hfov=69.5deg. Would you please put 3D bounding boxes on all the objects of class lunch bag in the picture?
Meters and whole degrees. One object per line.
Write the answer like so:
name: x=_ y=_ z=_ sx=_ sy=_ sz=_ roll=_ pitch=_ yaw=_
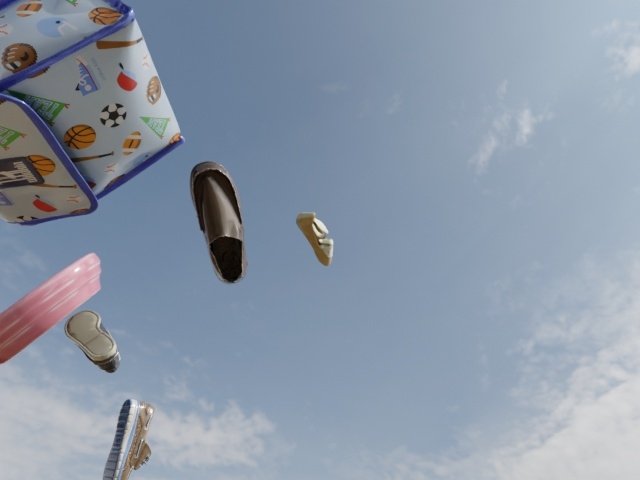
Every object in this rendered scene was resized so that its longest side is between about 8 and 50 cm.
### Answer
lunch bag: x=-0.479 y=-0.223 z=0.824 sx=0.385 sy=0.239 sz=0.328 roll=-39 pitch=-23 yaw=-20

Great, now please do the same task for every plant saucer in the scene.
plant saucer: x=-0.628 y=0.161 z=1.038 sx=0.332 sy=0.332 sz=0.084 roll=-32 pitch=-76 yaw=23

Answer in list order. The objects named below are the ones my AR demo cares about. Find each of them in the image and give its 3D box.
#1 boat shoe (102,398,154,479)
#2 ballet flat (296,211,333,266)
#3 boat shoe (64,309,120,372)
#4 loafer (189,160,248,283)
boat shoe: x=-0.355 y=0.398 z=0.867 sx=0.066 sy=0.184 sz=0.066 roll=24 pitch=-27 yaw=-35
ballet flat: x=0.000 y=0.000 z=1.509 sx=0.073 sy=0.080 sz=0.232 roll=-13 pitch=-48 yaw=25
boat shoe: x=-0.490 y=0.218 z=0.994 sx=0.075 sy=0.206 sz=0.065 roll=-31 pitch=-53 yaw=-32
loafer: x=-0.268 y=-0.041 z=1.291 sx=0.133 sy=0.130 sz=0.367 roll=-17 pitch=-74 yaw=-12
